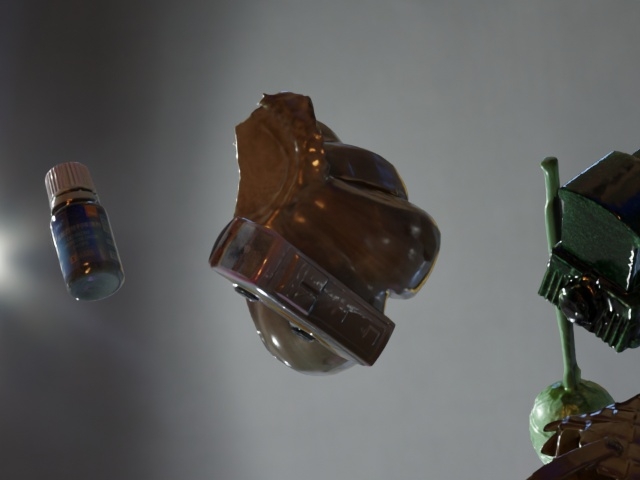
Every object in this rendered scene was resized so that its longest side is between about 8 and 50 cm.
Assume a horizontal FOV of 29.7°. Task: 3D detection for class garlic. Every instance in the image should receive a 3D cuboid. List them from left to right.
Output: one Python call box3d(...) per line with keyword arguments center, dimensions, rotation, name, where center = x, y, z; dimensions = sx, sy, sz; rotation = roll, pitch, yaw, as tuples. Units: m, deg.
box3d(center=(0.000, 0.000, 1.182), dimensions=(0.237, 0.210, 0.292), rotation=(48, -179, 41), name="garlic")

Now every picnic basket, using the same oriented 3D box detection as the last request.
box3d(center=(0.216, 0.209, 0.967), dimensions=(0.138, 0.178, 0.128), rotation=(-125, 20, -51), name="picnic basket")

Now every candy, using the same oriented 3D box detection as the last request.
box3d(center=(0.306, 0.101, 1.503), dimensions=(0.119, 0.119, 0.440), rotation=(-77, -21, -66), name="candy")

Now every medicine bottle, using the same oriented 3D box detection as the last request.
box3d(center=(-0.340, -0.016, 1.718), dimensions=(0.083, 0.083, 0.203), rotation=(77, 172, -58), name="medicine bottle")

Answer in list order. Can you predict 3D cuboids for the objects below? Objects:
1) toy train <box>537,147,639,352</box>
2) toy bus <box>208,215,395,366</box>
box3d(center=(0.376, -0.034, 1.268), dimensions=(0.138, 0.330, 0.178), rotation=(38, 151, 35), name="toy train")
box3d(center=(-0.013, 0.044, 0.990), dimensions=(0.172, 0.072, 0.057), rotation=(38, -103, -40), name="toy bus")
